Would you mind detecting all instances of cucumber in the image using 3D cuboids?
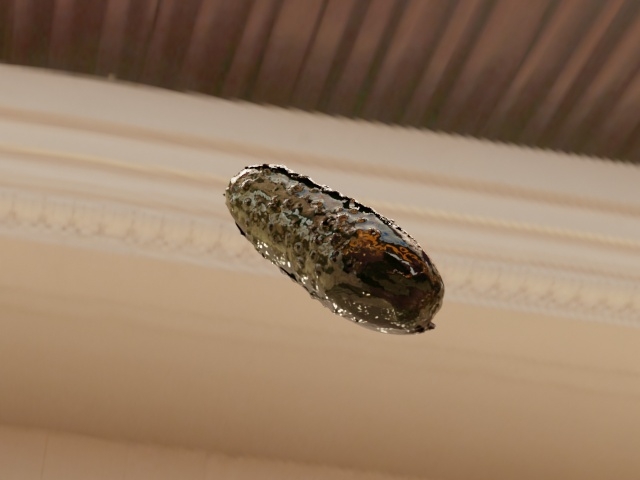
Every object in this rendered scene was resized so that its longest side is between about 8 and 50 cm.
[{"bbox_3d":[0.000,0.000,0.941,0.069,0.069,0.227,-24,-146,-25],"label":"cucumber"}]
